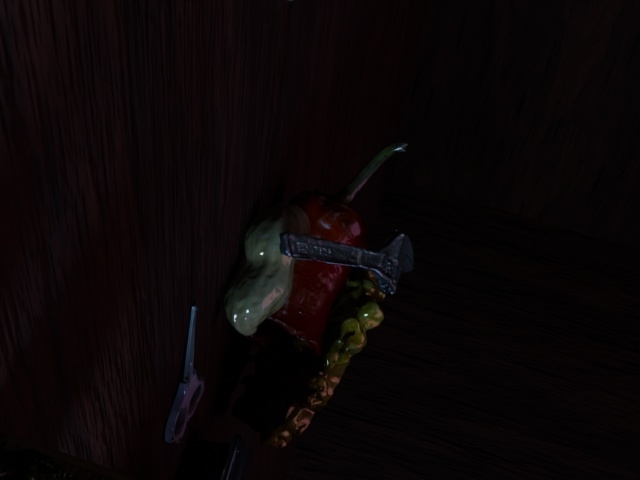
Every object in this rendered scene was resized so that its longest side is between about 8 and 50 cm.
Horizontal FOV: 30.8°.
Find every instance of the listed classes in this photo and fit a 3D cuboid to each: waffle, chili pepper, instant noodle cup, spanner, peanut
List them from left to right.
[{"bbox_3d":[-0.152,0.338,1.554,0.179,0.070,0.157,89,17,-69],"label":"instant noodle cup"},{"bbox_3d":[-0.068,0.033,1.459,0.082,0.082,0.187,90,18,-70],"label":"peanut"},{"bbox_3d":[-0.011,0.152,1.694,0.329,0.062,0.329,-46,-160,22],"label":"waffle"},{"bbox_3d":[-0.005,-0.001,1.635,0.131,0.135,0.338,119,-5,-67],"label":"chili pepper"},{"bbox_3d":[0.044,0.018,1.536,0.325,0.026,0.093,12,80,-57],"label":"spanner"}]

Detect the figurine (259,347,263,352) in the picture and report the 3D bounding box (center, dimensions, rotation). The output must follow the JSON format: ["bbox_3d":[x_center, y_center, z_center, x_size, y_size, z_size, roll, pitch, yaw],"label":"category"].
[{"bbox_3d":[-0.050,0.137,1.928,0.130,0.109,0.178,-36,152,-34],"label":"figurine"}]

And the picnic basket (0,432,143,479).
[{"bbox_3d":[-0.176,0.209,0.758,0.164,0.115,0.079,100,7,-49],"label":"picnic basket"}]

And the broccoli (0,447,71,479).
[{"bbox_3d":[-0.182,0.174,0.563,0.146,0.138,0.162,18,102,-46],"label":"broccoli"}]

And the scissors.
[{"bbox_3d":[-0.149,0.147,1.321,0.100,0.015,0.189,-61,166,-53],"label":"scissors"}]
